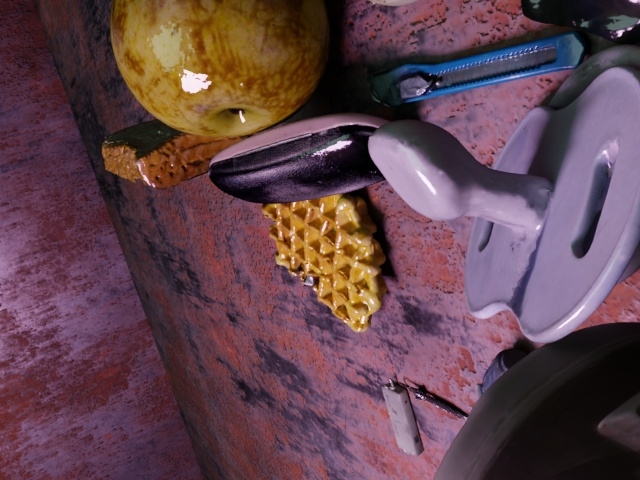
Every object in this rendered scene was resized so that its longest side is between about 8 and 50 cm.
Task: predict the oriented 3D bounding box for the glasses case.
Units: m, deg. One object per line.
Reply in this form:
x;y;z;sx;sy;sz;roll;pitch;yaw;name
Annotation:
-0.024;-0.101;0.766;0.314;0.122;0.075;-8;70;43;glasses case

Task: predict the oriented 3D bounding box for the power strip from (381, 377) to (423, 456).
0.131;0.282;0.937;0.051;0.019;0.136;3;113;61;power strip

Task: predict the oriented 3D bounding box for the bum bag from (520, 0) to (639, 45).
0.180;-0.287;0.396;0.137;0.074;0.310;1;112;49;bum bag

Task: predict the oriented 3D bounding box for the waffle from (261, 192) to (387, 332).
0.001;-0.001;0.915;0.283;0.065;0.310;-32;78;59;waffle

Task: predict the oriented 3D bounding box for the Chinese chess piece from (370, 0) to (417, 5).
0.074;-0.308;0.575;0.144;0.058;0.144;40;142;41;Chinese chess piece

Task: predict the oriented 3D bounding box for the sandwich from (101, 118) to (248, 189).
-0.270;-0.176;1.081;0.251;0.226;0.087;23;127;51;sandwich

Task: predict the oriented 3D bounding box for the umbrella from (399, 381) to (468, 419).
0.164;0.233;0.848;0.022;0.022;0.148;33;169;-32;umbrella

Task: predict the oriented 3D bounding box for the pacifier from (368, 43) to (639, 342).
0.135;-0.049;0.455;0.279;0.207;0.228;176;107;-86;pacifier

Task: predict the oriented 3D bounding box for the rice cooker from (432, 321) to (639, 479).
0.242;0.221;0.340;0.325;0.335;0.335;-152;46;-68;rice cooker

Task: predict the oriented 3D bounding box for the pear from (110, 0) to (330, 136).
-0.124;-0.269;0.735;0.283;0.283;0.284;39;141;41;pear

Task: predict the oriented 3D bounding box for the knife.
0.137;-0.172;0.598;0.296;0.026;0.044;8;105;59;knife

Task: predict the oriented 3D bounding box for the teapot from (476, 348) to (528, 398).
0.223;0.163;0.677;0.083;0.063;0.049;100;170;-49;teapot
